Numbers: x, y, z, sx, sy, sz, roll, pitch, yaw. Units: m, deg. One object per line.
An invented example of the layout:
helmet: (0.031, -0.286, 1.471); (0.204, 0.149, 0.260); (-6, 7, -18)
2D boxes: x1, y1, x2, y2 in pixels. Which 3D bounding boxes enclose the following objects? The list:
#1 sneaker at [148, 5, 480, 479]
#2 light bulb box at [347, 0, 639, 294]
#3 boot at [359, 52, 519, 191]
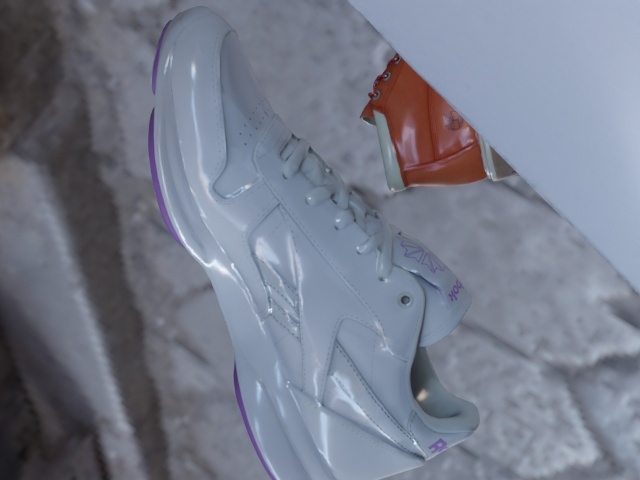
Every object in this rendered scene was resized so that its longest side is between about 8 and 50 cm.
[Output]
sneaker: (0.000, 0.000, 1.092); (0.152, 0.114, 0.305); (-15, 110, 16)
light bulb box: (0.232, -0.083, 0.330); (0.358, 0.225, 0.361); (44, 145, -18)
boot: (0.059, -0.103, 1.109); (0.084, 0.158, 0.059); (-14, 159, 10)
